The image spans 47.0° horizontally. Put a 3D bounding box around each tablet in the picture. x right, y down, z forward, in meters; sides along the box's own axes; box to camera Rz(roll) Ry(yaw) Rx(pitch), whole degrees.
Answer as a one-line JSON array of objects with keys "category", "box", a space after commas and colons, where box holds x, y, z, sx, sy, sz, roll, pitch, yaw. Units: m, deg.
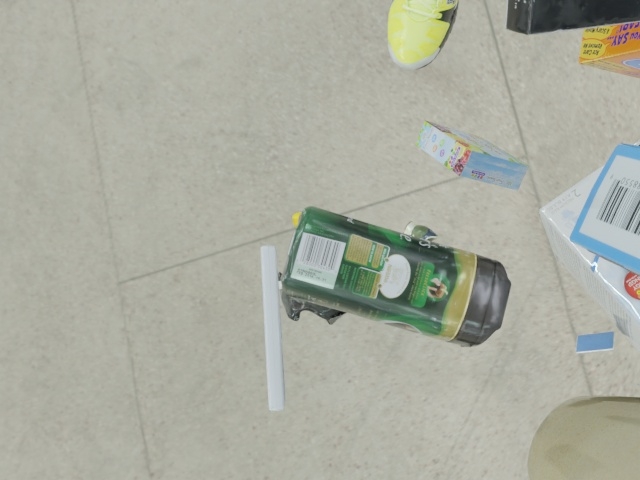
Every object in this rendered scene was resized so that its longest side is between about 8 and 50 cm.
[{"category": "tablet", "box": [0.612, 0.227, 1.638, 0.083, 0.054, 0.006, -13, 124, 34]}]

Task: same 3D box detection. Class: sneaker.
[{"category": "sneaker", "box": [0.218, 0.056, 1.721, 0.086, 0.064, 0.192, 18, 88, 24]}, {"category": "sneaker", "box": [0.037, 0.098, 1.346, 0.234, 0.078, 0.106, -7, 95, -2]}, {"category": "sneaker", "box": [0.219, -0.531, 1.452, 0.145, 0.147, 0.385, 20, 100, 14]}]

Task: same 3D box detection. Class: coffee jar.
[{"category": "coffee jar", "box": [0.063, 0.033, 0.624, 0.184, 0.096, 0.079, 17, 82, 1]}]

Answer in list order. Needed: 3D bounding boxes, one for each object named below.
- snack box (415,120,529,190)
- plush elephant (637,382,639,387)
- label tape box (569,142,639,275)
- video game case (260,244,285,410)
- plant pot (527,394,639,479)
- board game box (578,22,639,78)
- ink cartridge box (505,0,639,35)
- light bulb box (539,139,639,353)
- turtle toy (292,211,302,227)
[{"category": "snack box", "box": [0.346, -0.197, 1.696, 0.207, 0.174, 0.070, 52, 126, 54]}, {"category": "plush elephant", "box": [0.539, 0.235, 0.956, 0.272, 0.255, 0.330, -54, 45, 1]}, {"category": "label tape box", "box": [0.431, 0.046, 0.624, 0.347, 0.249, 0.115, 24, 97, -17]}, {"category": "video game case", "box": [-0.068, 0.116, 1.034, 0.023, 0.193, 0.212, -3, 88, -4]}, {"category": "plant pot", "box": [0.329, 0.250, 0.676, 0.274, 0.256, 0.257, 24, 99, 63]}, {"category": "board game box", "box": [0.727, -0.467, 1.263, 0.356, 0.356, 0.356, 8, 93, -16]}, {"category": "ink cartridge box", "box": [0.398, -0.355, 0.873, 0.069, 0.370, 0.176, -130, 32, -59]}, {"category": "light bulb box", "box": [0.692, 0.009, 1.434, 0.358, 0.225, 0.361, -36, 53, 6]}, {"category": "turtle toy", "box": [0.000, 0.000, 1.336, 0.130, 0.066, 0.095, -134, 29, -59]}]
